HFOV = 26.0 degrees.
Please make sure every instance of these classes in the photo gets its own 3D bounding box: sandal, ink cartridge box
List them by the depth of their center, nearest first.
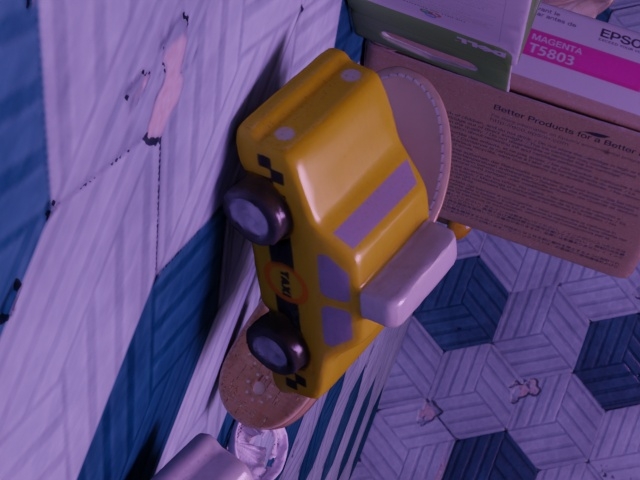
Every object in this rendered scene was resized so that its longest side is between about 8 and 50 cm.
[{"bbox_3d":[0.072,-0.155,0.771,0.209,0.109,0.062,64,47,-79],"label":"ink cartridge box"},{"bbox_3d":[0.006,0.003,0.817,0.240,0.088,0.079,-64,166,-1],"label":"sandal"},{"bbox_3d":[0.147,-0.083,1.017,0.193,0.235,0.088,98,13,-60],"label":"ink cartridge box"}]

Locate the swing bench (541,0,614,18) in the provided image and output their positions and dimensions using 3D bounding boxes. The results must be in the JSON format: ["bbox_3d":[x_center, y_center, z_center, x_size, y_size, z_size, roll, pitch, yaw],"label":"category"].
[{"bbox_3d":[0.249,-0.327,1.386,0.253,0.165,0.254,-20,129,-81],"label":"swing bench"}]

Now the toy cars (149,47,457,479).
[{"bbox_3d":[-0.015,0.102,0.720,0.176,0.087,0.393,6,106,-60],"label":"toy cars"}]

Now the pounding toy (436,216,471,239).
[{"bbox_3d":[0.122,-0.064,1.364,0.237,0.110,0.183,97,15,-61],"label":"pounding toy"}]

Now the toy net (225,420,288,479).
[{"bbox_3d":[-0.027,0.098,0.961,0.122,0.045,0.232,-53,161,-67],"label":"toy net"}]
